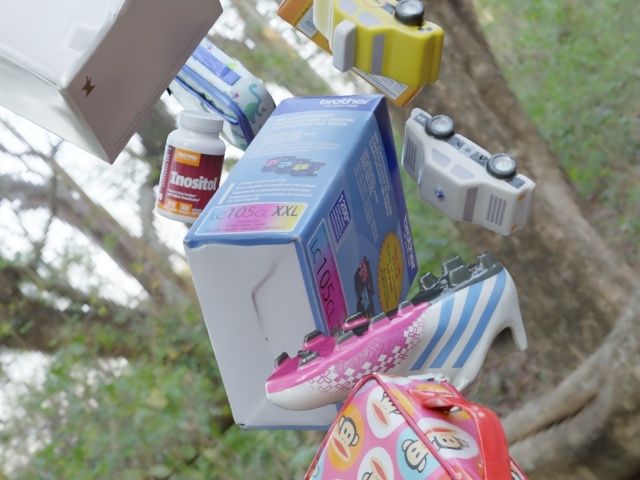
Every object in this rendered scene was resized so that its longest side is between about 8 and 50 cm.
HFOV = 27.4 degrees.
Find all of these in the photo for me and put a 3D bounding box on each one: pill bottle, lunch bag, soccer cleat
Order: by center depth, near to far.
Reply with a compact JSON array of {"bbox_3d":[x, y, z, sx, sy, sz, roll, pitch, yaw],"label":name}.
[{"bbox_3d":[0.095,0.257,1.207,0.258,0.120,0.293,-67,31,20],"label":"lunch bag"},{"bbox_3d":[0.097,0.128,1.396,0.331,0.143,0.116,-26,6,-31],"label":"soccer cleat"},{"bbox_3d":[-0.182,-0.105,1.869,0.086,0.086,0.152,-28,-50,-72],"label":"pill bottle"},{"bbox_3d":[-0.171,-0.247,2.142,0.090,0.219,0.176,-46,-21,-13],"label":"lunch bag"}]

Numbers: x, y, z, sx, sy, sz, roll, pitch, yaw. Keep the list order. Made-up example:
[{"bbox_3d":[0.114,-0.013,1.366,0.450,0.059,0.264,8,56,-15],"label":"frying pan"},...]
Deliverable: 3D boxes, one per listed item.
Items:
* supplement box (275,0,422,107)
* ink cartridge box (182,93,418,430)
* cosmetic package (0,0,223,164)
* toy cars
[{"bbox_3d":[0.056,-0.297,1.894,0.080,0.233,0.078,-40,17,49],"label":"supplement box"},{"bbox_3d":[0.000,0.000,1.583,0.151,0.270,0.395,-1,33,20],"label":"ink cartridge box"},{"bbox_3d":[-0.297,-0.247,1.186,0.197,0.366,0.155,-55,-18,-16],"label":"cosmetic package"},{"bbox_3d":[0.104,-0.156,1.561,0.087,0.393,0.176,-39,12,-29],"label":"toy cars"}]
